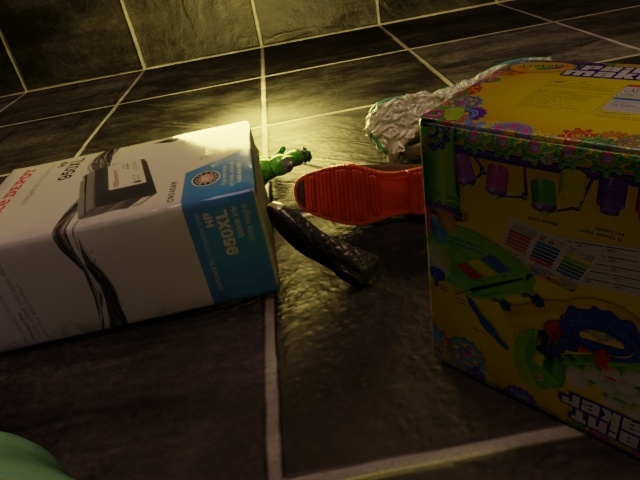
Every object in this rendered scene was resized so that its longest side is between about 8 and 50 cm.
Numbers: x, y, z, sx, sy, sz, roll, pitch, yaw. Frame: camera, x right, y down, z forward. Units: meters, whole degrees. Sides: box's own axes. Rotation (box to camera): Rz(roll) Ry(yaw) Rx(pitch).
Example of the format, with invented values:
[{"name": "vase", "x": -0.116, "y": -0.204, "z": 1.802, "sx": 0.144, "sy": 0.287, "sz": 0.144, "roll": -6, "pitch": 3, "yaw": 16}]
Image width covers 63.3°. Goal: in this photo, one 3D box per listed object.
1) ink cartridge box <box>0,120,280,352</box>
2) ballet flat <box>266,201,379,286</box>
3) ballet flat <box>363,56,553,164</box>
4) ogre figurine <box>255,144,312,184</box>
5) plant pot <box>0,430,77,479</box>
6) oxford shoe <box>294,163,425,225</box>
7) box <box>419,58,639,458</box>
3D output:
[{"name": "ink cartridge box", "x": -0.276, "y": -0.023, "z": 0.771, "sx": 0.394, "sy": 0.166, "sz": 0.285, "roll": -13, "pitch": 31, "yaw": -3}, {"name": "ballet flat", "x": 0.000, "y": 0.000, "z": 0.706, "sx": 0.173, "sy": 0.057, "sz": 0.049, "roll": 35, "pitch": 65, "yaw": 6}, {"name": "ballet flat", "x": 0.288, "y": -0.236, "z": 1.012, "sx": 0.408, "sy": 0.147, "sz": 0.147, "roll": -18, "pitch": 32, "yaw": -6}, {"name": "ogre figurine", "x": -0.115, "y": -0.135, "z": 0.981, "sx": 0.196, "sy": 0.097, "sz": 0.118, "roll": 5, "pitch": 14, "yaw": -3}, {"name": "plant pot", "x": -0.208, "y": 0.235, "z": 0.270, "sx": 0.271, "sy": 0.272, "sz": 0.255, "roll": -27, "pitch": 21, "yaw": -25}, {"name": "oxford shoe", "x": 0.094, "y": -0.080, "z": 0.846, "sx": 0.271, "sy": 0.097, "sz": 0.098, "roll": 1, "pitch": 13, "yaw": 11}, {"name": "box", "x": 0.259, "y": 0.014, "z": 0.446, "sx": 0.289, "sy": 0.279, "sz": 0.177, "roll": 22, "pitch": 44, "yaw": 40}]
